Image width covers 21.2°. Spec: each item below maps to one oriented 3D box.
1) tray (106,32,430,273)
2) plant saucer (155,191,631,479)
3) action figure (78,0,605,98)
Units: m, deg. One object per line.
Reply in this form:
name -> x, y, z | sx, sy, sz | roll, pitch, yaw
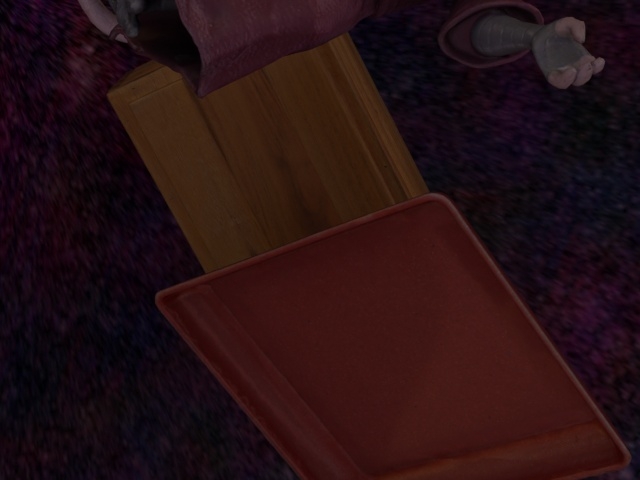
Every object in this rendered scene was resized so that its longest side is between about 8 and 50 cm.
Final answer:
tray -> 0.000, 0.000, 1.523 | 0.203, 0.076, 0.411 | -23, 108, 19
plant saucer -> 0.054, 0.084, 1.216 | 0.258, 0.047, 0.259 | -20, 118, 35
action figure -> 0.034, -0.186, 1.129 | 0.370, 0.276, 0.248 | -8, 83, -18
